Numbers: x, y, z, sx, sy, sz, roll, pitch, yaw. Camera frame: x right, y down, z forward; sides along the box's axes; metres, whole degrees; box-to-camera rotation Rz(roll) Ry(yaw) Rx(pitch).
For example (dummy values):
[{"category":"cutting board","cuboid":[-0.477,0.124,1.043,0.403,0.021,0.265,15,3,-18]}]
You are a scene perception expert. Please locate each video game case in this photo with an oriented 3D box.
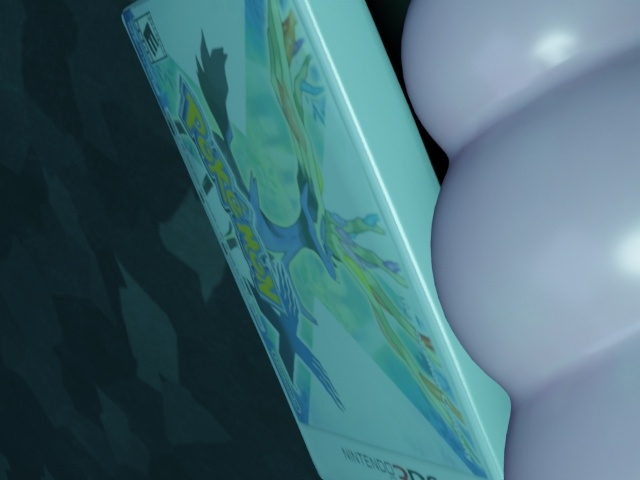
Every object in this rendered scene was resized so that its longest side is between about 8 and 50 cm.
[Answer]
[{"category":"video game case","cuboid":[0.000,0.000,0.871,0.329,0.036,0.300,68,162,-7]}]

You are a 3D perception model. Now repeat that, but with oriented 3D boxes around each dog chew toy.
[{"category":"dog chew toy","cuboid":[0.137,0.012,0.611,0.332,0.207,0.206,65,149,10]}]
